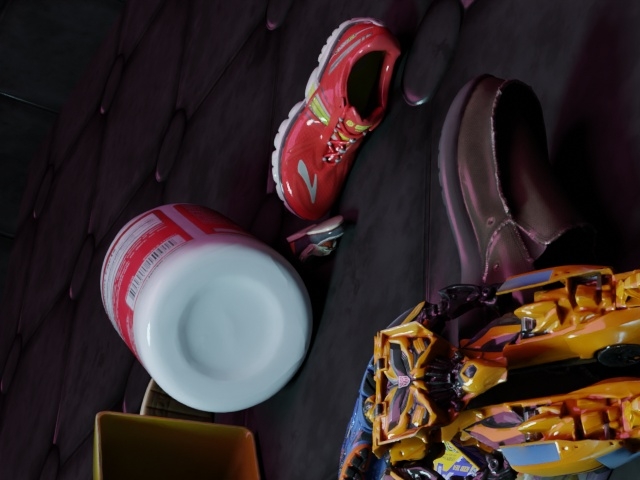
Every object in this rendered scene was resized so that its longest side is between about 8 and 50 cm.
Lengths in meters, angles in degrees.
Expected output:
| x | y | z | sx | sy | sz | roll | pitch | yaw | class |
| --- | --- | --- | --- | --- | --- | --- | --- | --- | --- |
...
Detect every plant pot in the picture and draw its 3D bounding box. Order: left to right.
| x | y | z | sx | sy | sz | roll | pitch | yaw | class |
| --- | --- | --- | --- | --- | --- | --- | --- | --- | --- |
| -0.200 | 0.368 | 2.060 | 0.212 | 0.212 | 0.187 | -104 | 26 | -55 | plant pot |

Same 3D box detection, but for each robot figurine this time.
| x | y | z | sx | sy | sz | roll | pitch | yaw | class |
| --- | --- | --- | --- | --- | --- | --- | --- | --- | --- |
| 0.160 | 0.113 | 1.304 | 0.291 | 0.085 | 0.211 | -13 | 59 | 26 | robot figurine |

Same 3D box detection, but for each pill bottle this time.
| x | y | z | sx | sy | sz | roll | pitch | yaw | class |
| --- | --- | --- | --- | --- | --- | --- | --- | --- | --- |
| -0.173 | 0.074 | 2.175 | 0.229 | 0.229 | 0.408 | -70 | 20 | 5 | pill bottle |

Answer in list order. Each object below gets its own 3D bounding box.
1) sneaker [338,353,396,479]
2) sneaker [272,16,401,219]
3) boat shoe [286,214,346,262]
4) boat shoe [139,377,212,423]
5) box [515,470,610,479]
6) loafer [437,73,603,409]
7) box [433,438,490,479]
| x | y | z | sx | sy | sz | roll | pitch | yaw | class |
| --- | --- | --- | --- | --- | --- | --- | --- | --- | --- |
| 0.063 | 0.188 | 1.694 | 0.087 | 0.083 | 0.221 | -157 | 89 | -78 | sneaker |
| 0.024 | -0.153 | 2.050 | 0.118 | 0.107 | 0.279 | 36 | 110 | 59 | sneaker |
| 0.000 | 0.000 | 2.063 | 0.137 | 0.049 | 0.043 | -20 | 97 | 62 | boat shoe |
| -0.223 | 0.321 | 2.281 | 0.098 | 0.109 | 0.302 | -44 | 39 | 50 | boat shoe |
| 0.149 | 0.312 | 1.383 | 0.324 | 0.067 | 0.063 | -66 | 22 | 14 | box |
| 0.201 | 0.003 | 1.462 | 0.130 | 0.134 | 0.365 | -20 | 60 | 32 | loafer |
| 0.137 | 0.224 | 1.501 | 0.059 | 0.054 | 0.169 | -70 | 21 | 6 | box |
